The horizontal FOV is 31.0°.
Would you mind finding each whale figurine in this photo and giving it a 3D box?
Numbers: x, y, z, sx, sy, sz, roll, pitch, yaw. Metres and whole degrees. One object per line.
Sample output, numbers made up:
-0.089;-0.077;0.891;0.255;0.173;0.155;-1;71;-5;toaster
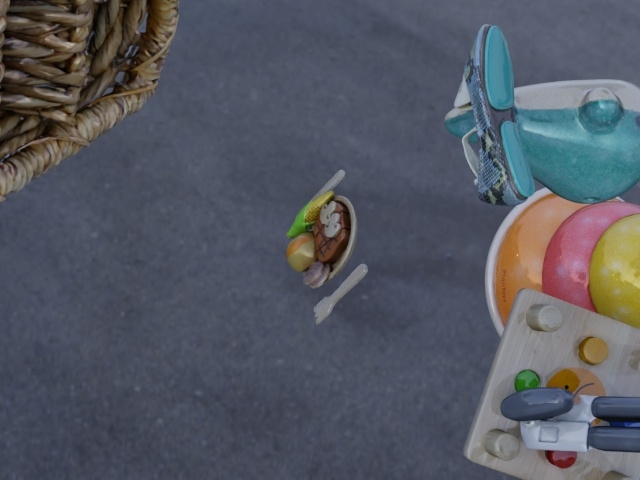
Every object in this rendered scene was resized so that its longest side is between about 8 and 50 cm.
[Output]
0.291;-0.121;1.434;0.272;0.216;0.141;4;77;-27;whale figurine

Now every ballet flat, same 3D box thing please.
0.170;-0.126;1.191;0.070;0.189;0.070;-9;-5;-1;ballet flat

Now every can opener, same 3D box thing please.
0.356;0.229;1.466;0.095;0.076;0.283;23;-20;-38;can opener

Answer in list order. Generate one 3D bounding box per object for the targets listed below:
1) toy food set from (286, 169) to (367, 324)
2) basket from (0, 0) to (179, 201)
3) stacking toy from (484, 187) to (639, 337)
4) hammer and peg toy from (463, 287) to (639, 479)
0.000;0.000;1.534;0.038;0.132;0.192;19;40;-31;toy food set
-0.166;-0.154;0.561;0.223;0.299;0.213;10;40;-13;basket
0.512;0.070;1.854;0.350;0.351;0.480;0;-1;-19;stacking toy
0.339;0.276;1.605;0.265;0.361;0.127;19;-5;-9;hammer and peg toy
